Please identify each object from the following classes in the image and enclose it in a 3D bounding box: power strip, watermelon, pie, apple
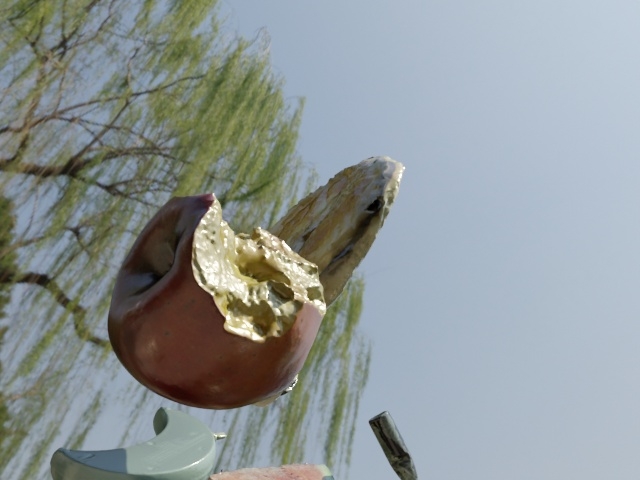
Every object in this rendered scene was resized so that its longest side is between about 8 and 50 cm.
[{"bbox_3d":[-0.230,0.302,0.847,0.167,0.253,0.054,15,-84,26],"label":"power strip"},{"bbox_3d":[-0.114,0.648,1.347,0.292,0.251,0.283,5,-6,-6],"label":"watermelon"},{"bbox_3d":[0.000,0.000,0.898,0.077,0.339,0.339,42,-50,-18],"label":"pie"},{"bbox_3d":[-0.078,0.056,0.477,0.158,0.156,0.147,36,-91,-36],"label":"apple"}]

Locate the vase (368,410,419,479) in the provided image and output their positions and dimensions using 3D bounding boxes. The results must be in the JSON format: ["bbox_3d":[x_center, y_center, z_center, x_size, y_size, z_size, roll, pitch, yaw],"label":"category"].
[{"bbox_3d":[0.191,0.523,1.467,0.060,0.060,0.211,-38,-104,39],"label":"vase"}]

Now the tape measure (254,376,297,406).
[{"bbox_3d":[-0.158,0.220,1.320,0.133,0.271,0.231,-46,-47,8],"label":"tape measure"}]
